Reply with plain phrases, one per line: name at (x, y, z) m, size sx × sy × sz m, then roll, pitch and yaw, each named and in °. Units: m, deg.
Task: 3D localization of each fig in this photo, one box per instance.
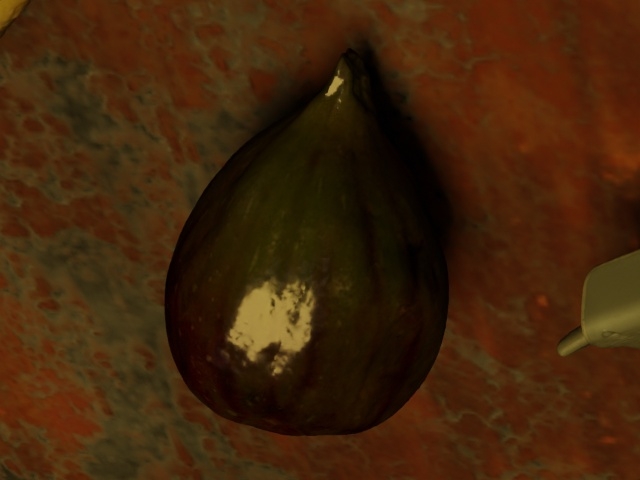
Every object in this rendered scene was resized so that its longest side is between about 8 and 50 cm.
fig at (0.000, 0.000, 0.735) m, size 0.103 × 0.109 × 0.154 m, roll 26°, pitch 113°, yaw 23°

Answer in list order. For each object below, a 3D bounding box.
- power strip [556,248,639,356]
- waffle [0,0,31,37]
power strip at (0.177, -0.002, 0.663) m, size 0.060 × 0.027 × 0.253 m, roll 4°, pitch 160°, yaw -46°
waffle at (-0.152, -0.146, 0.679) m, size 0.168 × 0.057 × 0.274 m, roll 38°, pitch 137°, yaw -14°
